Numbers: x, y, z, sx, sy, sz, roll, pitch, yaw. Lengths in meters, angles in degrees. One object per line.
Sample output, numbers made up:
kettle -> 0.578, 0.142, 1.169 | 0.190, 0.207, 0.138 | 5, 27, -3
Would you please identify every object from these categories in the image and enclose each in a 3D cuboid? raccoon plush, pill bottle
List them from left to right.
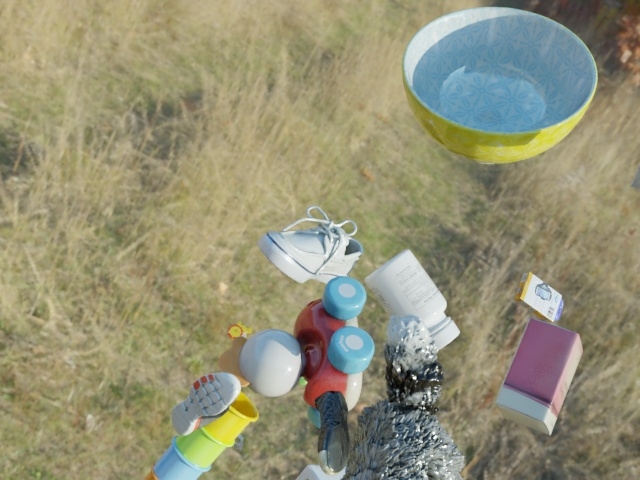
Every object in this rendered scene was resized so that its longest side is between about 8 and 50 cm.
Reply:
raccoon plush -> 0.076, 0.380, 1.386 | 0.216, 0.446, 0.299 | -6, 14, 37
pill bottle -> 0.217, 0.146, 1.881 | 0.229, 0.131, 0.131 | 55, 26, 3

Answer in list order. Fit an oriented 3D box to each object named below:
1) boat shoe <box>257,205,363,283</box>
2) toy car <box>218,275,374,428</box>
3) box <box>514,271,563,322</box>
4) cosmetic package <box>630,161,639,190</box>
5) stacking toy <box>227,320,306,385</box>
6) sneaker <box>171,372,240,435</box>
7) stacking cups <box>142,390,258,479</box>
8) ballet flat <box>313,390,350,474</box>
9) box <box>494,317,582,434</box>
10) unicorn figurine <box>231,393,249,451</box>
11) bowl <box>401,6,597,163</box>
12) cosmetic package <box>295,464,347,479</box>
boat shoe -> 0.006, 0.006, 1.750 | 0.136, 0.156, 0.367 | 48, 13, 25
toy car -> -0.054, 0.189, 1.377 | 0.238, 0.219, 0.210 | 5, 47, -12
box -> 0.564, 0.150, 2.077 | 0.136, 0.028, 0.081 | 35, 65, -20
cosmetic package -> 0.453, -0.166, 0.956 | 0.099, 0.239, 0.060 | -15, 38, -38
stacking toy -> -0.126, 0.287, 1.991 | 0.221, 0.052, 0.167 | 27, -21, 8
sneaker -> -0.160, 0.237, 1.208 | 0.065, 0.158, 0.061 | -2, 62, -48
stacking cups -> -0.238, 0.394, 1.412 | 0.096, 0.316, 0.096 | 37, 9, -7
ballet flat -> 0.013, 0.280, 1.170 | 0.057, 0.049, 0.173 | 59, 15, -19
box -> 0.531, 0.329, 1.956 | 0.127, 0.232, 0.148 | 18, -16, 28
unicorn figurine -> -0.228, 0.455, 1.951 | 0.162, 0.111, 0.060 | -16, 15, -19
bowl -> 0.267, -0.213, 1.257 | 0.289, 0.156, 0.289 | -1, 52, 2
cosmetic package -> -0.020, 0.682, 1.903 | 0.284, 0.377, 0.097 | 13, 29, -50
